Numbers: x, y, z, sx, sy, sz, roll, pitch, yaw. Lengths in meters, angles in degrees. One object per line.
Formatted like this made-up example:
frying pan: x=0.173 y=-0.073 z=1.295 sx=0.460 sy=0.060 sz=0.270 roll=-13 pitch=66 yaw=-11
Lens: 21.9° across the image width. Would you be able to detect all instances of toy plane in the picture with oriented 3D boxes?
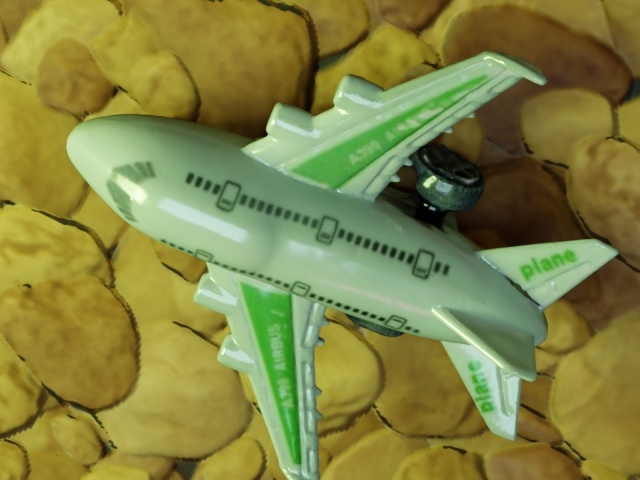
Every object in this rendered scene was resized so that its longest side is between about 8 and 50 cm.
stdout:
toy plane: x=0.001 y=-0.002 z=0.791 sx=0.255 sy=0.101 sz=0.251 roll=24 pitch=116 yaw=-1
